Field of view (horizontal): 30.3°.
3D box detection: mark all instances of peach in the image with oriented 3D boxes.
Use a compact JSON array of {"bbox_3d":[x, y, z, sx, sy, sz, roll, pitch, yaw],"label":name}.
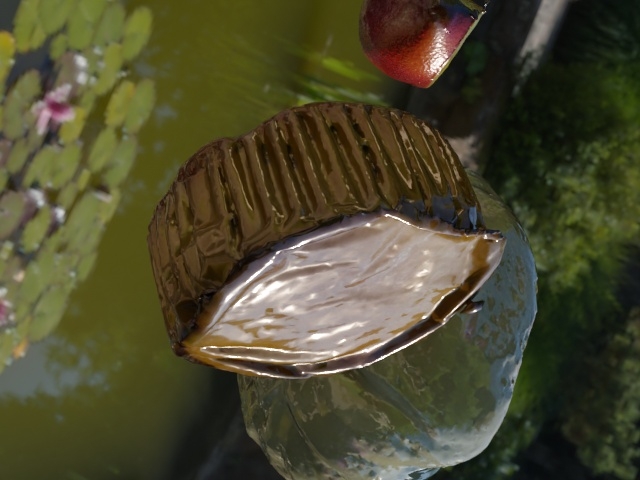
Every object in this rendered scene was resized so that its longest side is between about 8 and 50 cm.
[{"bbox_3d":[0.130,-0.297,1.649,0.154,0.158,0.267,-61,179,18],"label":"peach"}]

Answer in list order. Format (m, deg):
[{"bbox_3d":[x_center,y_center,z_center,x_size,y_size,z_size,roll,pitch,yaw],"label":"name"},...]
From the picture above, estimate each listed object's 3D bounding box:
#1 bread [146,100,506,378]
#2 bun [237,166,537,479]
[{"bbox_3d":[-0.001,0.000,0.688,0.199,0.199,0.104,92,-18,-59],"label":"bread"},{"bbox_3d":[0.041,0.078,1.171,0.365,0.219,0.365,-49,-157,29],"label":"bun"}]
